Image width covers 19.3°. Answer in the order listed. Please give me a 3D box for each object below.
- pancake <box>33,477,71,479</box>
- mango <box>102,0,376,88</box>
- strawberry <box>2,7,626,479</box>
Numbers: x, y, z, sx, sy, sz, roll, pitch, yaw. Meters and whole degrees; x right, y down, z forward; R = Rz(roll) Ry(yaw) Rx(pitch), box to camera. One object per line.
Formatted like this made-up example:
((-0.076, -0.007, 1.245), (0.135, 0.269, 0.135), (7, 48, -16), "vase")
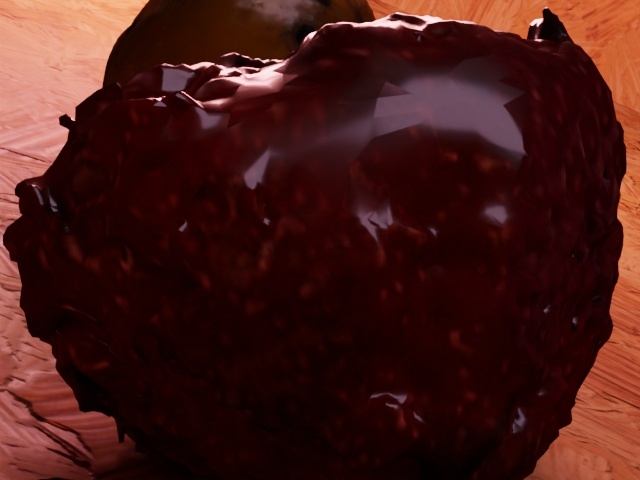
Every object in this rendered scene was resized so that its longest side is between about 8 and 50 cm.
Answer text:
((-0.049, 0.136, 0.672), (0.199, 0.021, 0.199), (21, 14, -6), "pancake")
((-0.041, -0.097, 1.254), (0.176, 0.176, 0.329), (10, -3, 11), "mango")
((0.007, 0.026, 0.786), (0.274, 0.274, 0.220), (8, 63, -45), "strawberry")
